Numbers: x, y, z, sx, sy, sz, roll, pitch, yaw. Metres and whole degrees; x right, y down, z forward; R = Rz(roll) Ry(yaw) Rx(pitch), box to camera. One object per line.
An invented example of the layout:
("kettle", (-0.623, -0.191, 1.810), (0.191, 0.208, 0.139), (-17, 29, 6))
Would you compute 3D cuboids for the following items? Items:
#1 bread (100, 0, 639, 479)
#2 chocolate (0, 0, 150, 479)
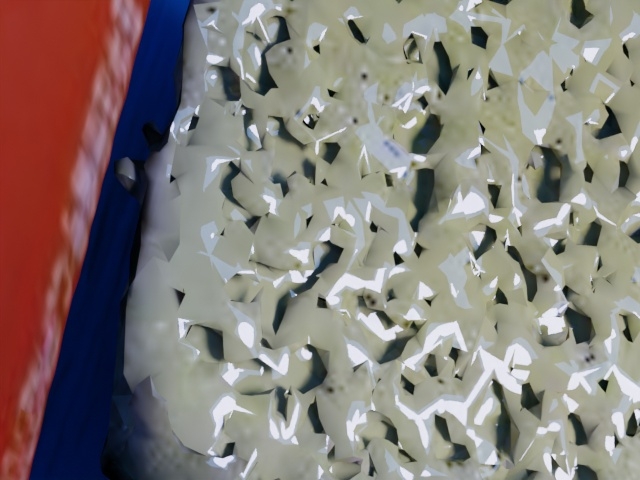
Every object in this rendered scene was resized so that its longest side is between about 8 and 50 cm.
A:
("bread", (0.000, 0.000, 0.558), (0.279, 0.315, 0.248), (18, 67, -34))
("chocolate", (-0.131, -0.020, 0.267), (0.235, 0.108, 0.237), (53, 41, -56))
